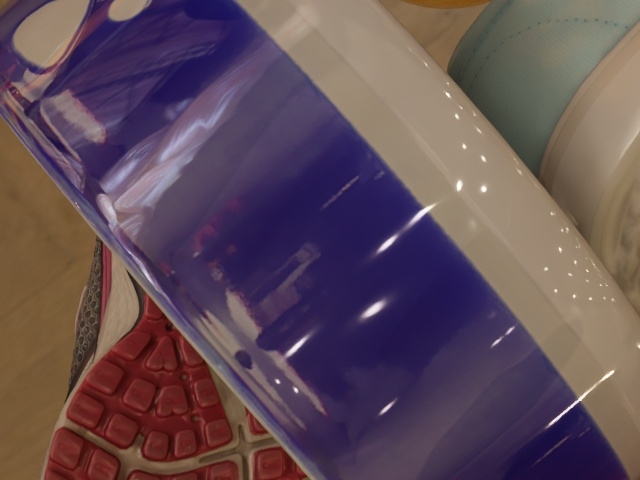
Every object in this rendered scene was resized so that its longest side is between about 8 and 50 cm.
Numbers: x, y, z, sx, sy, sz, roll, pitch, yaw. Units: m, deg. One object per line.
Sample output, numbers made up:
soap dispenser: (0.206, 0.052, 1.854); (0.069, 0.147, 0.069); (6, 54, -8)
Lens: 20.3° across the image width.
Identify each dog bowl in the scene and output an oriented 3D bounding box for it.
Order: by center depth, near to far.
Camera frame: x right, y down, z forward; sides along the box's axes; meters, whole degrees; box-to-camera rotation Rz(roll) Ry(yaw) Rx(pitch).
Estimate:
dog bowl: (0.000, 0.000, 0.616); (0.104, 0.265, 0.265); (-41, 93, -2)

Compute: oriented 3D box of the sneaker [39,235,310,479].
sneaker: (-0.057, 0.059, 0.815); (0.121, 0.112, 0.299); (12, 75, -8)

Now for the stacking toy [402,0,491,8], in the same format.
stacking toy: (0.122, -0.296, 1.421); (0.480, 0.350, 0.350); (-39, 93, 5)

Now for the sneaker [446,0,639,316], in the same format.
sneaker: (0.185, -0.142, 0.587); (0.366, 0.150, 0.135); (-39, 135, -2)
